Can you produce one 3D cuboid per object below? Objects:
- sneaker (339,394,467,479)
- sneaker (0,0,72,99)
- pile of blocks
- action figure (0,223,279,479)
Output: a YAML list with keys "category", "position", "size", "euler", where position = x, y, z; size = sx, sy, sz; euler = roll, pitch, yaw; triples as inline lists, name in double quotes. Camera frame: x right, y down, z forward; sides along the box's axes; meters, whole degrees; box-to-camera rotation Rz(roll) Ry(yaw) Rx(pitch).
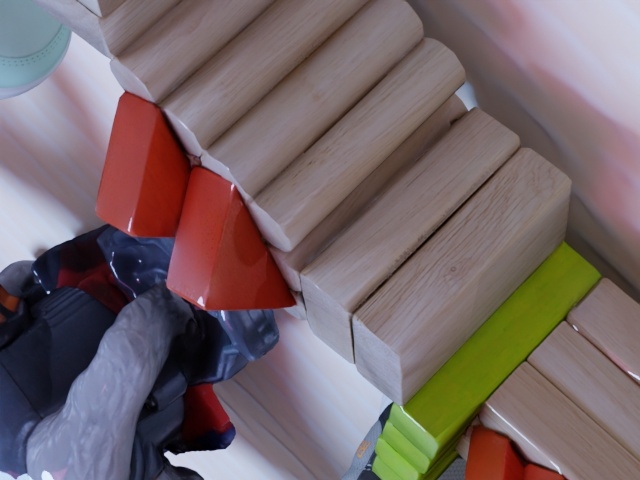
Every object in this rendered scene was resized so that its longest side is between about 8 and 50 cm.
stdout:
- category: "sneaker"
  position: [0.055, 0.164, 0.803]
  size: [0.100, 0.108, 0.271]
  euler: [19, 144, 34]
- category: "sneaker"
  position: [-0.128, -0.150, 0.653]
  size: [0.151, 0.094, 0.256]
  euler: [9, 136, 42]
- category: "pile of blocks"
  position: [0.000, 0.000, 0.632]
  size: [0.362, 0.112, 0.149]
  euler: [50, 161, -10]
- category: "action figure"
  position: [-0.182, 0.057, 0.889]
  size: [0.330, 0.178, 0.341]
  euler: [43, 155, -7]
